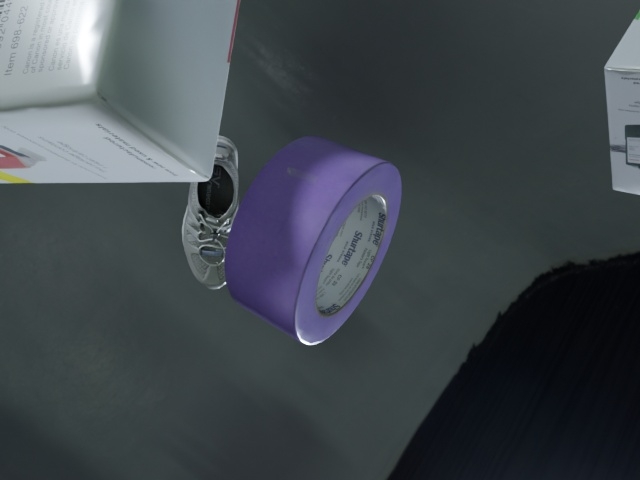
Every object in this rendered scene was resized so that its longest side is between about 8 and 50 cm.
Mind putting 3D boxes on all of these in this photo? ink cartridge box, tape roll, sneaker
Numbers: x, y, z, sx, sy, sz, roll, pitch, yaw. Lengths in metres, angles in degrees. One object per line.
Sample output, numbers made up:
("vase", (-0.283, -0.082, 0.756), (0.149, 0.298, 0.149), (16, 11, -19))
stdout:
("ink cartridge box", (-0.291, -0.208, 0.454), (0.385, 0.278, 0.160), (2, 167, 17))
("tape roll", (0.000, 0.000, 0.456), (0.080, 0.189, 0.189), (25, 157, 25))
("sneaker", (-0.195, -0.035, 0.816), (0.115, 0.105, 0.281), (-114, 25, -66))
("ink cartridge box", (0.555, -0.229, 0.729), (0.122, 0.211, 0.289), (24, 164, 42))
